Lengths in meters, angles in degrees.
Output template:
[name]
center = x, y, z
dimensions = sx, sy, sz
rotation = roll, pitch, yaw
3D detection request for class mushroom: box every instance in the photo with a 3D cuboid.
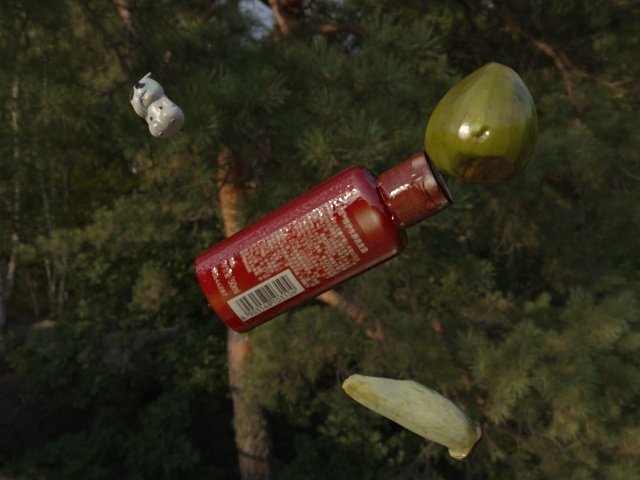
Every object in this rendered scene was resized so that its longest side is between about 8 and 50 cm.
[mushroom]
center = 0.209, 0.366, 1.319
dimensions = 0.333, 0.107, 0.087
rotation = 31, -32, -4

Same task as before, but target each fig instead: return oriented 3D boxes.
[fig]
center = 0.357, -0.257, 1.325
dimensions = 0.239, 0.271, 0.239
rotation = 8, 10, -1

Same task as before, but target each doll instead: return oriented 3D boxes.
[doll]
center = -0.471, -0.380, 1.720
dimensions = 0.110, 0.181, 0.107
rotation = -40, 3, 17

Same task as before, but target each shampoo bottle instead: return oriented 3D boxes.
[shampoo bottle]
center = 0.000, 0.000, 0.711
dimensions = 0.314, 0.118, 0.076
rotation = -29, 3, 20
